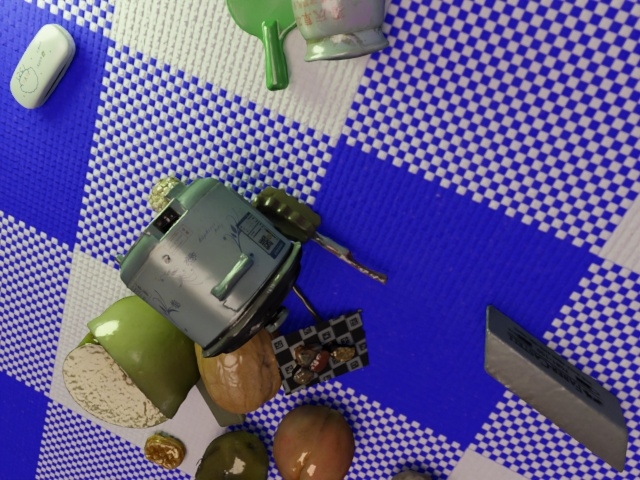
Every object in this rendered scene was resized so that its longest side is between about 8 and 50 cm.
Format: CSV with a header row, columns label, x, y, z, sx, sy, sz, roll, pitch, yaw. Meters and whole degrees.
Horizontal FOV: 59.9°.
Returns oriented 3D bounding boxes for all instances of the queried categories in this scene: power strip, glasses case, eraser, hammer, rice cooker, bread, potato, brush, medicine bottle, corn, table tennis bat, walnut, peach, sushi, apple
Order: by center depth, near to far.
label,x,y,z,sx,sy,sz,roll,pitch,yaw
medicine bottle,0.031,-0.361,0.880,0.148,0.147,0.142,-3,111,19
table tennis bat,-0.088,-0.394,0.972,0.161,0.039,0.256,-1,105,18
rice cooker,-0.179,0.052,0.979,0.317,0.316,0.264,39,73,1
eraser,0.426,0.264,1.016,0.353,0.111,0.077,37,115,2
brush,0.000,0.000,1.071,0.301,0.084,0.071,33,116,1
sushi,0.012,0.233,1.124,0.201,0.031,0.139,-17,110,-14
glasses case,-0.569,-0.353,1.135,0.197,0.049,0.076,-41,95,27
corn,-0.259,-0.043,1.142,0.211,0.087,0.087,42,117,-5
walnut,-0.163,0.245,1.155,0.193,0.193,0.225,-9,97,21
hammer,-0.048,0.112,1.163,0.058,0.029,0.292,-35,95,24
peach,-0.015,0.451,1.202,0.184,0.184,0.184,6,112,16
apple,-0.386,0.255,1.209,0.258,0.233,0.295,39,132,-6
power strip,-0.244,0.370,1.325,0.076,0.028,0.168,-18,106,24
potato,-0.214,0.558,1.325,0.170,0.143,0.248,26,116,-5
bread,-0.404,0.544,1.438,0.111,0.044,0.083,20,112,8

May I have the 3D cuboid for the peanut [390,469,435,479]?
label,x,y,z,sx,sy,sz,roll,pitch,yaw
peanut,0.237,0.602,1.204,0.129,0.129,0.224,-40,97,27
